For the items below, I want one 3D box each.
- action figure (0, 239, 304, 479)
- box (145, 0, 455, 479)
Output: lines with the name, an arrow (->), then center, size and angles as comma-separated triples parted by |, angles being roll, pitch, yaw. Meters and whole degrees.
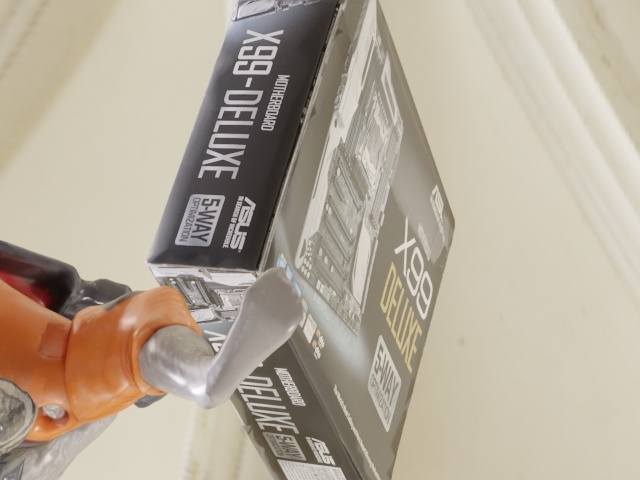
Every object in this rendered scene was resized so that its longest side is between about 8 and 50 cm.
action figure -> -0.208, 0.051, 0.898 | 0.341, 0.330, 0.179 | 16, -120, -18
box -> 0.000, 0.000, 1.273 | 0.076, 0.307, 0.242 | 5, -123, 20
